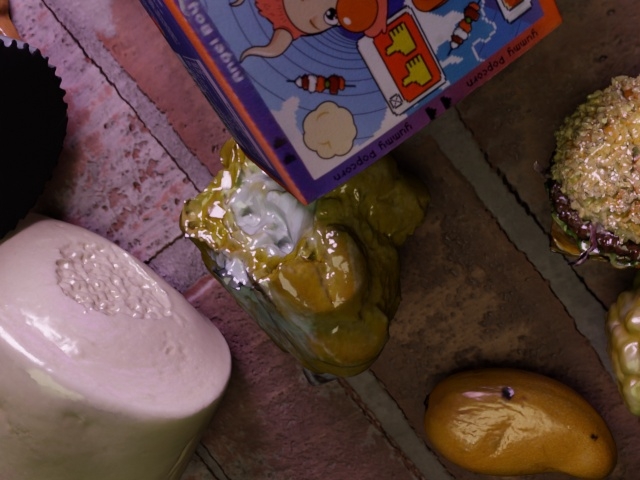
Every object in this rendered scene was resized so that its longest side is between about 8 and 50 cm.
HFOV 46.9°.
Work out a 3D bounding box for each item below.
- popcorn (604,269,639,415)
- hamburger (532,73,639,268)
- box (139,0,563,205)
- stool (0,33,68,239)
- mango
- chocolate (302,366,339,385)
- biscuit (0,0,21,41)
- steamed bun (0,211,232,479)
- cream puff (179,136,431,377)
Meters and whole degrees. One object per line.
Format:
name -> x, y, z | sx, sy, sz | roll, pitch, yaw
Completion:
popcorn -> 0.439, 0.129, 0.824 | 0.224, 0.258, 0.270 | -9, 144, 25
hamburger -> 0.357, -0.075, 0.798 | 0.243, 0.262, 0.139 | 0, 149, 19
box -> -0.010, -0.278, 0.718 | 0.318, 0.257, 0.349 | -35, 114, -5
stool -> -0.565, -0.177, 0.979 | 0.330, 0.297, 0.297 | 24, 115, 13
mango -> 0.271, 0.254, 1.016 | 0.262, 0.109, 0.157 | 10, 103, 9
chocolate -> 0.033, 0.148, 1.069 | 0.072, 0.072, 0.167 | 43, 115, -1
biscuit -> -0.523, -0.303, 1.092 | 0.186, 0.044, 0.295 | 6, 113, 19
steamed bun -> -0.393, 0.215, 1.106 | 0.456, 0.290, 0.371 | 33, 117, 4
cream puff -> 0.006, 0.007, 0.940 | 0.323, 0.270, 0.274 | 38, 161, 41
